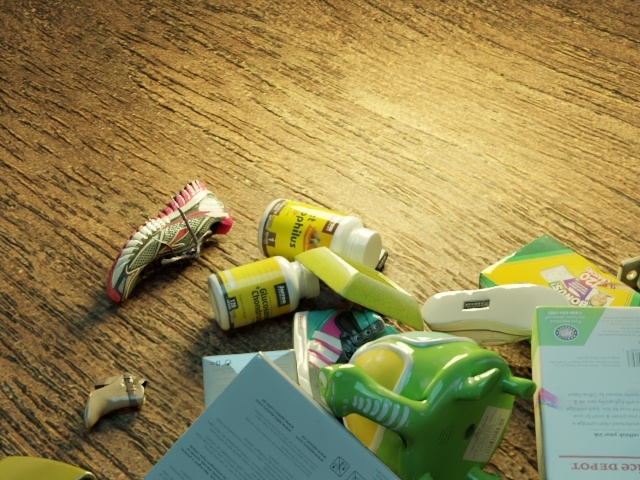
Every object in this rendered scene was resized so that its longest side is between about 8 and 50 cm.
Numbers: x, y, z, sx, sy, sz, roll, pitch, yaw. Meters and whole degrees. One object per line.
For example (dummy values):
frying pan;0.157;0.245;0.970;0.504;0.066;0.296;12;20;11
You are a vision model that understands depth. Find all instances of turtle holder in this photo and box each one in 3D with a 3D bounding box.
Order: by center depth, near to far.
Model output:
turtle holder;0.131;0.251;1.541;0.227;0.243;0.320;26;33;36

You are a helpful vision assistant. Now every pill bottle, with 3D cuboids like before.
pill bottle;-0.100;0.087;1.890;0.184;0.103;0.103;-16;40;-14
pill bottle;0.000;0.000;1.972;0.215;0.117;0.117;15;42;25

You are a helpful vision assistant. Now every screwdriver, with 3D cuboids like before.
screwdriver;0.084;0.079;1.958;0.024;0.025;0.170;8;49;28

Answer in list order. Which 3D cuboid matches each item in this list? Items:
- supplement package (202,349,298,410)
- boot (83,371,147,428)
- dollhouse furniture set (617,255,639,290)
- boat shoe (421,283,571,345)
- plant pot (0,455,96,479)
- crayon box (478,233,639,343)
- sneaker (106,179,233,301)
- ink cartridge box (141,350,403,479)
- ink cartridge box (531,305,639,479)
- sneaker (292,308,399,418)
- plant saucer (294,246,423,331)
supplement package;-0.090;0.292;1.525;0.133;0.139;0.244;-5;73;-1
boot;-0.330;0.260;1.745;0.087;0.042;0.118;2;39;4
dollhouse furniture set;0.600;0.037;1.828;0.128;0.184;0.129;-14;40;-12
boat shoe;0.298;0.130;1.773;0.258;0.084;0.095;1;52;34
plant pot;-0.409;0.415;1.446;0.212;0.212;0.187;-33;34;-32
crayon box;0.423;0.116;1.827;0.165;0.081;0.278;-28;45;-26
sneaker;-0.283;0.009;2.001;0.112;0.121;0.299;41;59;4
ink cartridge box;-0.070;0.372;1.395;0.324;0.071;0.330;42;86;6
ink cartridge box;0.418;0.276;1.556;0.207;0.119;0.354;0;58;6
sneaker;0.052;0.211;1.718;0.178;0.124;0.296;-11;37;6
plant saucer;0.073;0.072;1.819;0.188;0.045;0.188;25;6;-31
